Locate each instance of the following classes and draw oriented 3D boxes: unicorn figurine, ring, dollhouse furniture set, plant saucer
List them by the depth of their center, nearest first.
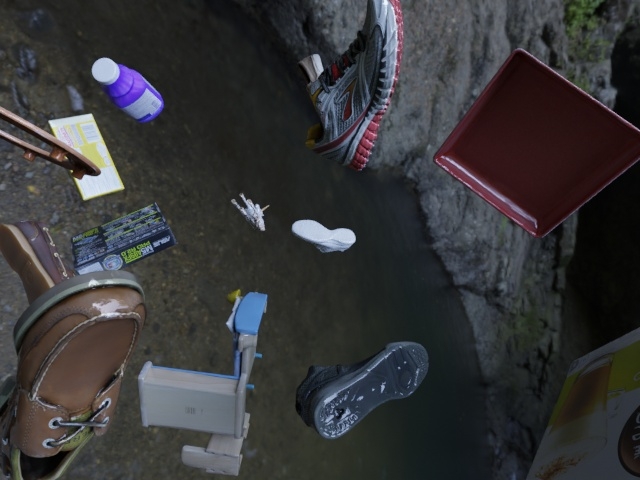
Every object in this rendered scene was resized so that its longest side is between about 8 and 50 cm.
[{"bbox_3d":[0.371,-0.163,0.822,0.048,0.258,0.259,-47,172,-41],"label":"plant saucer"},{"bbox_3d":[-0.561,-0.191,0.829,0.336,0.336,0.032,42,69,-56],"label":"ring"},{"bbox_3d":[-0.244,0.293,1.052,0.303,0.197,0.287,-81,179,-60],"label":"dollhouse furniture set"},{"bbox_3d":[-0.178,-0.071,1.214,0.111,0.060,0.162,54,11,-38],"label":"unicorn figurine"}]

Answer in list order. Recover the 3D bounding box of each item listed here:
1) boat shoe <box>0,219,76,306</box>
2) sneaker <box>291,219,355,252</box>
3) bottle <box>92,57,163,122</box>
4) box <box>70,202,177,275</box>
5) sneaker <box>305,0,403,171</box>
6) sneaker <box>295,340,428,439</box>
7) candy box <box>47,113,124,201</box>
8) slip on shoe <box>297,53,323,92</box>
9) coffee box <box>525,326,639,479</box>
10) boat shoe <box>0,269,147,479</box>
[{"bbox_3d":[-0.415,0.055,0.720,0.207,0.073,0.073,59,28,10],"label":"boat shoe"},{"bbox_3d":[0.000,0.000,1.492,0.212,0.094,0.080,13,51,-19],"label":"sneaker"},{"bbox_3d":[-0.564,-0.439,1.370,0.092,0.118,0.283,53,0,5],"label":"bottle"},{"bbox_3d":[-0.577,0.000,1.364,0.269,0.216,0.060,-27,124,-18],"label":"box"},{"bbox_3d":[0.035,-0.176,0.539,0.225,0.092,0.088,108,-7,-46],"label":"sneaker"},{"bbox_3d":[0.056,0.212,0.720,0.227,0.130,0.087,-22,99,-30],"label":"sneaker"},{"bbox_3d":[-0.583,-0.208,1.168,0.105,0.027,0.206,-25,95,-37],"label":"candy box"},{"bbox_3d":[-0.006,-0.283,0.871,0.051,0.041,0.136,112,-37,-77],"label":"slip on shoe"},{"bbox_3d":[0.527,0.317,0.588,0.334,0.338,0.338,-40,165,-37],"label":"coffee box"},{"bbox_3d":[-0.238,0.148,0.454,0.110,0.307,0.105,0,53,-43],"label":"boat shoe"}]
